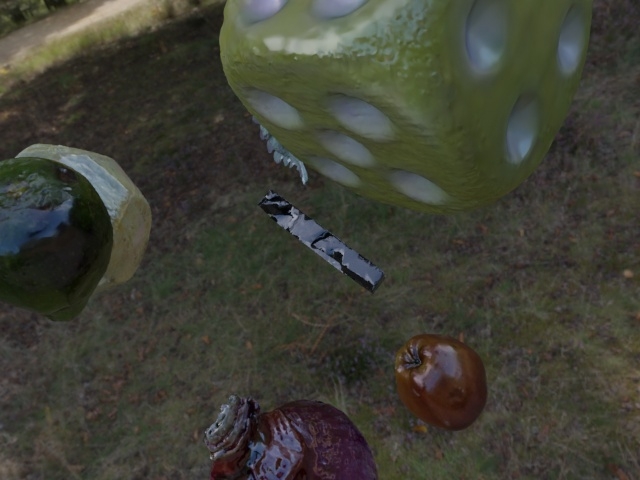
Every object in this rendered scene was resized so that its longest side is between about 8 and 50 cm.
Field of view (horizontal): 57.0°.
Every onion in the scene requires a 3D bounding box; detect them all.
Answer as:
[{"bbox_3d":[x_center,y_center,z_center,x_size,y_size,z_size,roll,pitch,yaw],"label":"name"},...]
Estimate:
[{"bbox_3d":[-0.026,0.308,0.680,0.159,0.348,0.267,26,63,25],"label":"onion"}]

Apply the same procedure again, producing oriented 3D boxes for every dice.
[{"bbox_3d":[0.078,-0.177,0.510,0.227,0.233,0.238,16,74,42],"label":"dice"}]

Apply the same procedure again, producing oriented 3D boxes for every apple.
[{"bbox_3d":[0.210,0.242,1.022,0.147,0.158,0.156,16,73,48],"label":"apple"}]

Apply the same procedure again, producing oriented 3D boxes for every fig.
[{"bbox_3d":[-0.244,0.010,0.521,0.123,0.156,0.123,5,52,-6],"label":"fig"}]

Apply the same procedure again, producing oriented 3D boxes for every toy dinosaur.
[{"bbox_3d":[-0.060,-0.154,0.766,0.039,0.082,0.209,-16,68,-20],"label":"toy dinosaur"}]

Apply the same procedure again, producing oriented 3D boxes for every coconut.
[{"bbox_3d":[-0.382,-0.030,0.886,0.237,0.237,0.197,-12,10,16],"label":"coconut"}]

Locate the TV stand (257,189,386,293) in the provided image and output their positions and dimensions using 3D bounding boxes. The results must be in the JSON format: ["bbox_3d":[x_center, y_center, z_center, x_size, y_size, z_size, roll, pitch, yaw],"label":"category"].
[{"bbox_3d":[0.000,0.000,0.908,0.249,0.042,0.036,36,82,31],"label":"TV stand"}]
